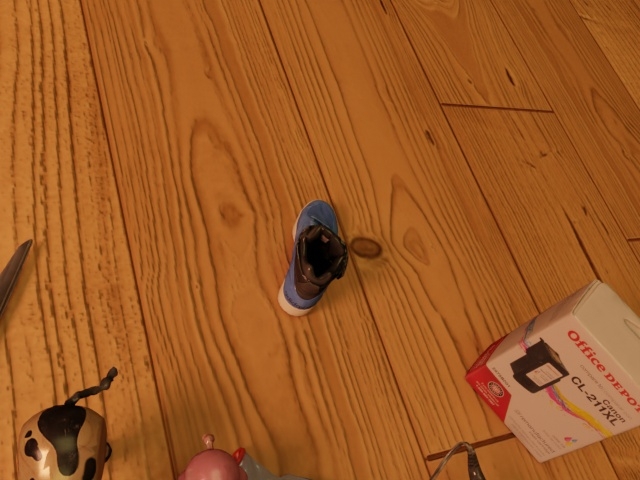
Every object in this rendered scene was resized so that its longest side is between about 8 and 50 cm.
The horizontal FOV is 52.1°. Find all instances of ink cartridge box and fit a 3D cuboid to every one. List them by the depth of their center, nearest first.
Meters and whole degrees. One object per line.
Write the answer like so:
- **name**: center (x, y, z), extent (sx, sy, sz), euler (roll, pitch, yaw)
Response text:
- **ink cartridge box**: center (0.258, 0.140, 0.682), extent (0.127, 0.175, 0.072), euler (49, 50, 9)

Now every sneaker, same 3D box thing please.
- **sneaker**: center (0.001, 0.000, 0.697), extent (0.058, 0.084, 0.152), euler (27, 50, -10)

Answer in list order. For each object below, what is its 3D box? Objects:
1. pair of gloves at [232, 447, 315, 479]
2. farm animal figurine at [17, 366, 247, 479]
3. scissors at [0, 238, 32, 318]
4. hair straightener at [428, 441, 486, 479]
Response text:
- **pair of gloves**: center (-0.044, 0.277, 0.530), extent (0.159, 0.023, 0.198), euler (35, 49, -1)
- **farm animal figurine**: center (-0.102, 0.267, 0.378), extent (0.330, 0.172, 0.326), euler (28, 57, 9)
- **scissors**: center (-0.283, 0.124, 0.508), extent (0.109, 0.021, 0.297), euler (32, 49, -2)
- **hair straightener**: center (0.141, 0.286, 0.552), extent (0.089, 0.047, 0.230), euler (4, 57, -25)
